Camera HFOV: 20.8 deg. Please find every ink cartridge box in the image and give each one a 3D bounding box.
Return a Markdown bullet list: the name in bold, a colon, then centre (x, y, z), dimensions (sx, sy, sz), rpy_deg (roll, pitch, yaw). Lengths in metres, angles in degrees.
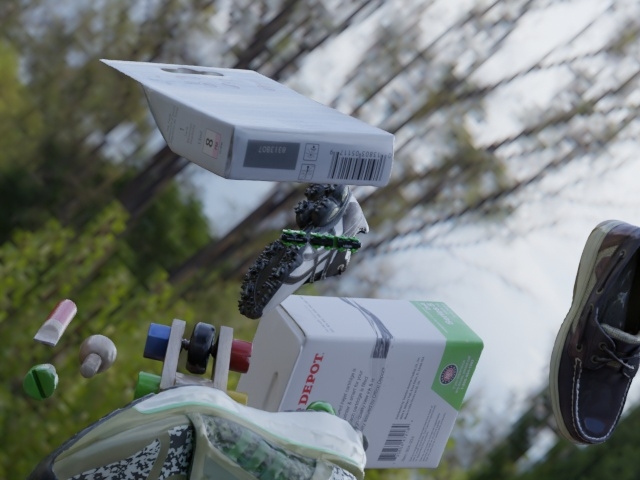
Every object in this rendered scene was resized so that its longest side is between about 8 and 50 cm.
- **ink cartridge box**: centre (0.042, 0.181, 2.203), dimensions (0.273, 0.198, 0.115), rpy_deg (5, 26, -32)
- **ink cartridge box**: centre (-0.073, -0.109, 1.612), dimensions (0.189, 0.066, 0.232), rpy_deg (0, 15, -40)

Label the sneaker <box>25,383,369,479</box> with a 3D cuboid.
- **sneaker**: centre (-0.084, 0.251, 1.618), dimensions (0.410, 0.158, 0.182), rpy_deg (10, 46, -44)

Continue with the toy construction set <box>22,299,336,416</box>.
- **toy construction set**: centre (-0.180, 0.199, 1.787), dimensions (0.309, 0.257, 0.237), rpy_deg (40, 10, -6)

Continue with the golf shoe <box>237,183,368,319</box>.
- **golf shoe**: centre (-0.011, 0.025, 1.975), dimensions (0.094, 0.198, 0.077), rpy_deg (49, -22, -29)

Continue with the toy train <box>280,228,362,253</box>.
- **toy train**: centre (0.000, 0.000, 1.758), dimensions (0.083, 0.017, 0.024), rpy_deg (6, 8, -7)

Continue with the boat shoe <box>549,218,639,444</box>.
- **boat shoe**: centre (0.357, 0.116, 2.150), dimensions (0.103, 0.285, 0.092), rpy_deg (13, -1, -22)
